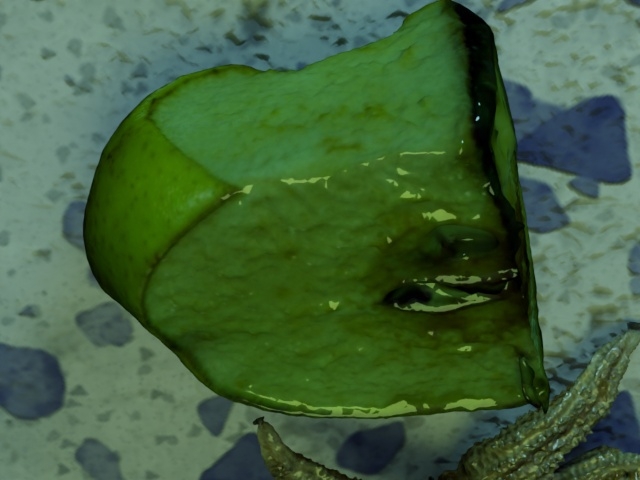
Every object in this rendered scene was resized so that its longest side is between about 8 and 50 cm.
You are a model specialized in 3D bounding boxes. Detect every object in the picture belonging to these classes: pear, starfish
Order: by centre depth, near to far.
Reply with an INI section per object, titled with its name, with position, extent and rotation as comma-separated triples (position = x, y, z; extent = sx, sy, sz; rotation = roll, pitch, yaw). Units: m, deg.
[pear]
position = 0.000, 0.000, 0.969
extent = 0.255, 0.164, 0.238
rotation = -12, 133, 10
[starfish]
position = 0.131, 0.169, 1.130
extent = 0.293, 0.084, 0.301
rotation = -20, 126, 3
